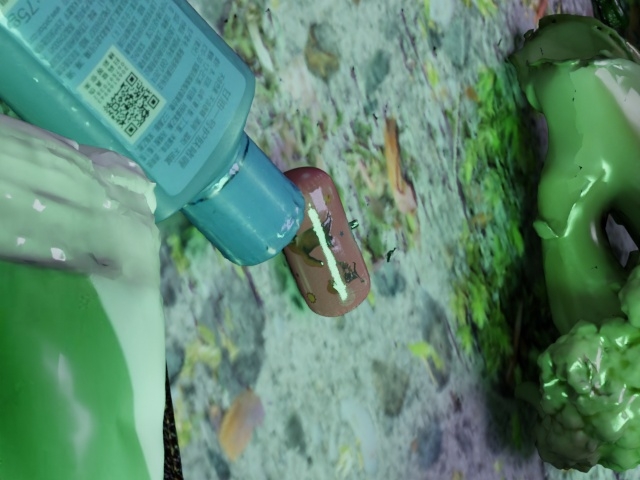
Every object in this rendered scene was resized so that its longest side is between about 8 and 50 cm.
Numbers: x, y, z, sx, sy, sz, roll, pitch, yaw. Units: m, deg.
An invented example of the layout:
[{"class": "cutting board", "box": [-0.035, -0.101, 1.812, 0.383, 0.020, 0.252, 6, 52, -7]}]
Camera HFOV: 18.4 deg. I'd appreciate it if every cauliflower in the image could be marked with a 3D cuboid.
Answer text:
[{"class": "cauliflower", "box": [0.235, 0.004, 1.202, 0.281, 0.260, 0.327, 43, 89, -18]}]

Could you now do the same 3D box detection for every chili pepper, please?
[{"class": "chili pepper", "box": [0.219, -0.203, 1.388, 0.055, 0.035, 0.118, 51, 46, -27]}]

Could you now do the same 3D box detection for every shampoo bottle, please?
[{"class": "shampoo bottle", "box": [-0.096, -0.079, 0.928, 0.258, 0.061, 0.104, 48, 65, -37]}]

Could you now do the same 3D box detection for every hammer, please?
[{"class": "hammer", "box": [0.000, 0.000, 1.063, 0.043, 0.043, 0.083, -42, 117, -47]}]

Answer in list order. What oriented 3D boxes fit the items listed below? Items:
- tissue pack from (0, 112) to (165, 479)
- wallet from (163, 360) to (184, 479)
[{"class": "tissue pack", "box": [-0.245, 0.039, 0.551, 0.356, 0.266, 0.194, 15, 72, -50]}, {"class": "wallet", "box": [-0.137, 0.095, 0.831, 0.221, 0.071, 0.262, 19, 56, -49]}]
